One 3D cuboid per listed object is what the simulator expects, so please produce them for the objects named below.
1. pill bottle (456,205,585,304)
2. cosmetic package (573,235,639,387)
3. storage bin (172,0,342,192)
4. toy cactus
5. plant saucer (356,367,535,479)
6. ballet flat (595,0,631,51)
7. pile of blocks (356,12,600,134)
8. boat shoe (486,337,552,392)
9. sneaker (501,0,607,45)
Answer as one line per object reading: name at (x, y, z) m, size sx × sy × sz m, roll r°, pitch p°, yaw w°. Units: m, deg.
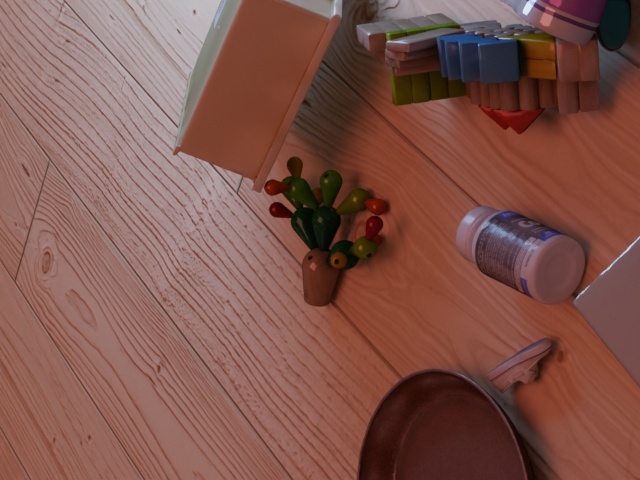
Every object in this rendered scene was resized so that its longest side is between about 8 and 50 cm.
pill bottle at (0.214, 0.012, 1.750) m, size 0.137 × 0.078 × 0.078 m, roll 29°, pitch 112°, yaw 50°
cosmetic package at (0.376, 0.131, 1.429) m, size 0.129 × 0.153 × 0.296 m, roll -47°, pitch 48°, yaw 13°
storage bin at (-0.077, -0.250, 2.051) m, size 0.260 × 0.123 × 0.262 m, roll -87°, pitch 19°, yaw -57°
toy cactus at (0.000, 0.000, 2.044) m, size 0.219 × 0.112 × 0.180 m, roll 29°, pitch 123°, yaw 42°
plant saucer at (0.151, 0.301, 1.854) m, size 0.310 × 0.050 × 0.311 m, roll -2°, pitch 88°, yaw 53°
ballet flat at (0.301, -0.251, 1.679) m, size 0.041 × 0.041 × 0.114 m, roll -4°, pitch 86°, yaw 54°
pile of blocks at (0.165, -0.174, 1.765) m, size 0.362 × 0.149 × 0.113 m, roll 17°, pitch 118°, yaw 55°
boat shoe at (0.224, 0.140, 1.775) m, size 0.035 × 0.035 × 0.100 m, roll 54°, pitch 132°, yaw 3°
sneaker at (0.247, -0.305, 1.657) m, size 0.282 × 0.102 × 0.161 m, roll -122°, pitch 49°, yaw -67°
